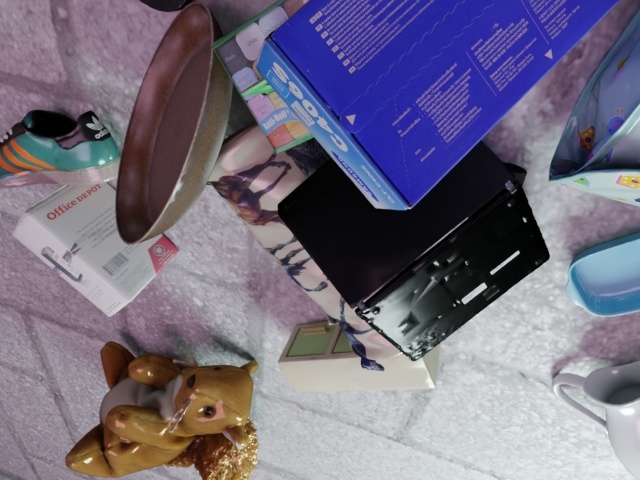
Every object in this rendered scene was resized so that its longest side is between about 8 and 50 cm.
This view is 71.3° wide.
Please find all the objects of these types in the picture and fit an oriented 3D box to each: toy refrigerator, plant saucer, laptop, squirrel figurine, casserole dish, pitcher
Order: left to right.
[{"bbox_3d":[-0.191,-0.143,0.575,0.050,0.310,0.310,14,140,-38],"label":"plant saucer"},{"bbox_3d":[-0.284,0.395,1.016,0.370,0.281,0.397,-20,129,20],"label":"squirrel figurine"},{"bbox_3d":[0.066,0.200,0.802,0.269,0.102,0.094,-12,118,28],"label":"toy refrigerator"},{"bbox_3d":[0.124,-0.007,0.563,0.234,0.136,0.264,-40,132,8],"label":"laptop"},{"bbox_3d":[0.488,0.289,0.703,0.207,0.125,0.178,53,150,-10],"label":"pitcher"},{"bbox_3d":[0.424,0.036,0.589,0.188,0.037,0.114,-26,111,33],"label":"casserole dish"}]

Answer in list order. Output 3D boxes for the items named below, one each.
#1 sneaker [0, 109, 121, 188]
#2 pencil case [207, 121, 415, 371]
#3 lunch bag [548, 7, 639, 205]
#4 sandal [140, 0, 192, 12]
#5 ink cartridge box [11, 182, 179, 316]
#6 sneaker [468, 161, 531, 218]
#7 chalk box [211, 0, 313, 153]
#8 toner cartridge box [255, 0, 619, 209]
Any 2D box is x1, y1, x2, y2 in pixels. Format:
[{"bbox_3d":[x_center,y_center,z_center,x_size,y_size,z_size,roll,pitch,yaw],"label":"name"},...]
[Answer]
[{"bbox_3d":[-0.484,-0.164,0.761,0.302,0.108,0.121,0,123,12],"label":"sneaker"},{"bbox_3d":[0.000,0.000,0.648,0.183,0.160,0.410,-32,109,28],"label":"pencil case"},{"bbox_3d":[0.381,-0.114,0.425,0.223,0.160,0.262,15,145,6],"label":"lunch bag"},{"bbox_3d":[-0.225,-0.461,0.433,0.167,0.107,0.446,11,132,13],"label":"sandal"},{"bbox_3d":[-0.397,0.004,0.805,0.092,0.158,0.218,-32,108,36],"label":"ink cartridge box"},{"bbox_3d":[0.204,-0.062,0.594,0.170,0.051,0.089,11,122,10],"label":"sneaker"},{"bbox_3d":[-0.010,-0.191,0.481,0.132,0.213,0.132,-16,117,31],"label":"chalk box"},{"bbox_3d":[0.128,-0.202,0.373,0.348,0.075,0.165,-44,103,-6],"label":"toner cartridge box"}]
